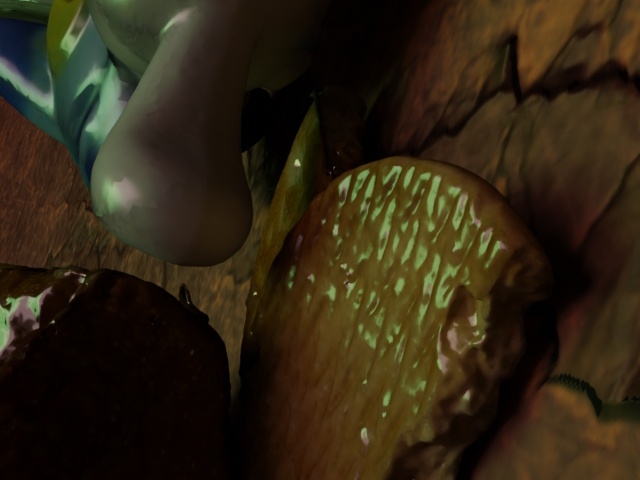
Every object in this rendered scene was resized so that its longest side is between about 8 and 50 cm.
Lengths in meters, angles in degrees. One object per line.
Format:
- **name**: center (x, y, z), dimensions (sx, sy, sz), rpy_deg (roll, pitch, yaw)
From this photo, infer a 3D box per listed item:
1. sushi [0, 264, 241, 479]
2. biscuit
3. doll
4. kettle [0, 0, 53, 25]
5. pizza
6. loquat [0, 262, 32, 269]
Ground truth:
- **sushi**: center (-0.110, 0.103, 0.596), dimensions (0.296, 0.166, 0.179), rpy_deg (162, 120, -78)
- **biscuit**: center (0.015, 0.055, 0.502), dimensions (0.144, 0.033, 0.224), rpy_deg (57, 132, 45)
- **doll**: center (-0.070, -0.144, 0.704), dimensions (0.376, 0.187, 0.365), rpy_deg (-55, 14, -22)
- **kettle**: center (-0.144, -0.292, 1.042), dimensions (0.205, 0.265, 0.318), rpy_deg (5, 77, 36)
- **pizza**: center (0.000, 0.000, 0.611), dimensions (0.131, 0.041, 0.178), rpy_deg (155, 129, -66)
- **loquat**: center (-0.296, 0.112, 1.126), dimensions (0.172, 0.204, 0.149), rpy_deg (-34, -23, -39)
